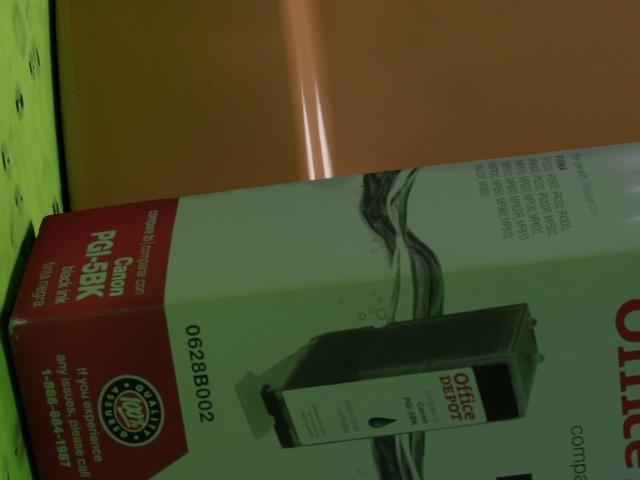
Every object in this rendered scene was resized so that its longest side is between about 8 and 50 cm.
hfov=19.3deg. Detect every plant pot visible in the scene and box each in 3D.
[{"bbox_3d":[0.046,-0.005,0.587,0.291,0.203,0.291,-8,90,-88],"label":"plant pot"}]

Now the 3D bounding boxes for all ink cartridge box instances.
[{"bbox_3d":[0.012,0.041,0.399,0.056,0.135,0.099,-90,172,-67],"label":"ink cartridge box"}]
